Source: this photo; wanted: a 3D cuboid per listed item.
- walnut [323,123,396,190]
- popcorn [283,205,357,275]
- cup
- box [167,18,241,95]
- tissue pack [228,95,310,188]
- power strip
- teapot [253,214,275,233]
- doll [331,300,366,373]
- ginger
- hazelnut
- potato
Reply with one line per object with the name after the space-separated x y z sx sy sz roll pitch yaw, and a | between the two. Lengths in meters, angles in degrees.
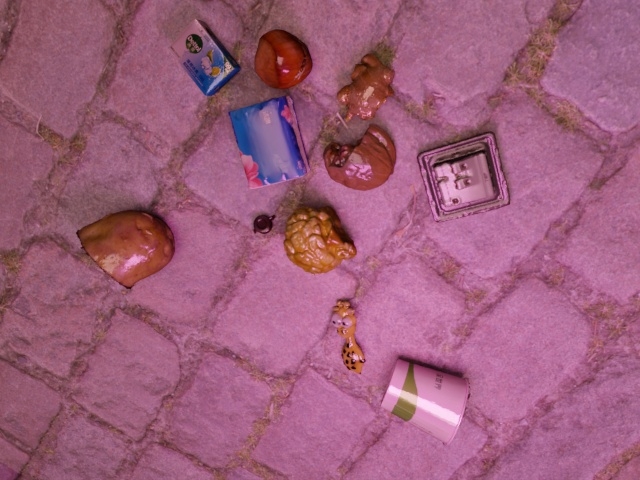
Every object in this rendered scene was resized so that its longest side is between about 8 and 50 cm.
0.133 -0.249 1.521 0.238 0.141 0.204 -22 107 18 | walnut
0.000 0.000 1.594 0.251 0.206 0.237 1 93 -3 | popcorn
0.372 0.568 1.690 0.274 0.253 0.253 21 110 10 | cup
-0.380 -0.596 1.530 0.139 0.073 0.194 -37 98 18 | box
-0.167 -0.325 1.546 0.209 0.137 0.270 -11 105 11 | tissue pack
0.465 -0.193 1.505 0.251 0.092 0.257 -17 107 11 | power strip
-0.203 -0.058 1.687 0.100 0.045 0.068 -37 76 1 | teapot
0.108 0.365 1.745 0.117 0.086 0.291 1 109 41 | doll
0.140 -0.466 1.468 0.157 0.102 0.216 36 110 4 | ginger
-0.117 -0.558 1.458 0.182 0.182 0.182 3 108 9 | hazelnut
-0.681 -0.005 1.700 0.237 0.301 0.289 -43 131 -1 | potato
